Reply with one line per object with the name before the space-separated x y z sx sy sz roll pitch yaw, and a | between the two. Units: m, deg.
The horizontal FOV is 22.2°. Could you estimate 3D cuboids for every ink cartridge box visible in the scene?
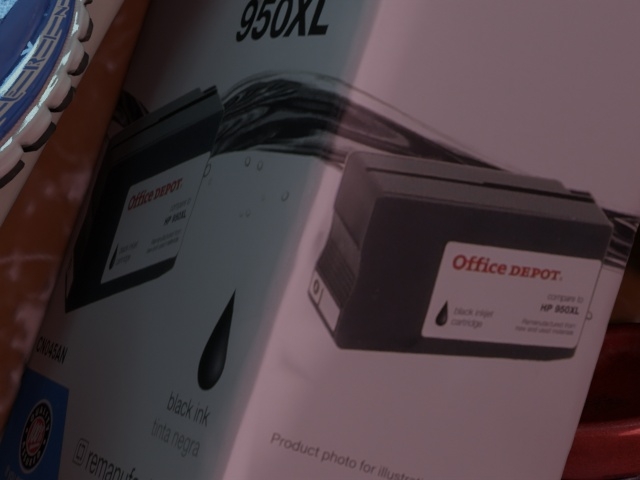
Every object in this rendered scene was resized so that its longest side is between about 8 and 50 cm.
ink cartridge box | 0.000 0.000 0.782 0.166 0.285 0.395 20 85 -25

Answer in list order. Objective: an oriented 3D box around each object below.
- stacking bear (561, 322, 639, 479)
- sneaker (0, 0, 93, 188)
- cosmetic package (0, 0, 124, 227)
stacking bear | 0.178 0.217 0.963 0.175 0.164 0.289 -15 105 -24
sneaker | -0.218 -0.048 0.603 0.330 0.129 0.147 -47 120 -34
cosmetic package | -0.198 -0.105 0.774 0.160 0.113 0.309 32 81 -25
